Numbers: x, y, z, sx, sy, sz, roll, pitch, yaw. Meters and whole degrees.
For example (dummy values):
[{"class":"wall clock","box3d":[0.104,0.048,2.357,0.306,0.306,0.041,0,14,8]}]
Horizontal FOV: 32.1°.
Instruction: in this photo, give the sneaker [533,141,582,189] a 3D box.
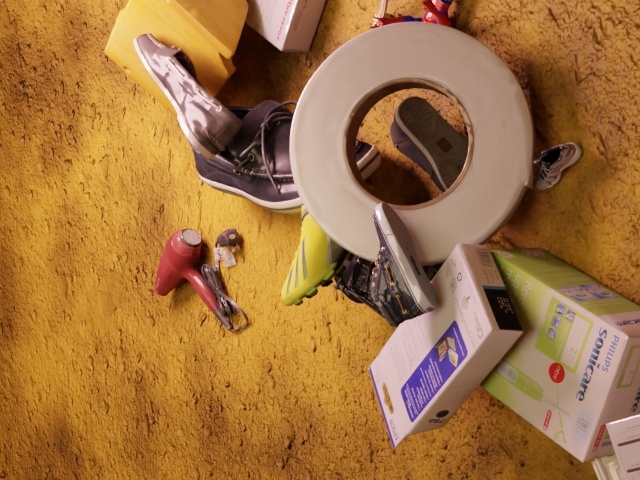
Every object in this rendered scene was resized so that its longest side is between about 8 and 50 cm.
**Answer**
[{"class":"sneaker","box3d":[0.343,-0.114,1.687,0.098,0.069,0.038,-54,55,36]}]

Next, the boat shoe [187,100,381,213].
[{"class":"boat shoe","box3d":[-0.089,-0.167,2.070,0.500,0.187,0.156,14,139,51]}]

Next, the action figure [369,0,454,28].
[{"class":"action figure","box3d":[0.177,-0.415,1.802,0.091,0.139,0.280,35,121,42]}]

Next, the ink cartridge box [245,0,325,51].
[{"class":"ink cartridge box","box3d":[-0.077,-0.453,2.125,0.175,0.072,0.127,43,124,38]}]

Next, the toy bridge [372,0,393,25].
[{"class":"toy bridge","box3d":[0.139,-0.437,1.892,0.188,0.063,0.026,-54,56,36]}]

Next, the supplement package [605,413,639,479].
[{"class":"supplement package","box3d":[0.526,0.251,1.371,0.204,0.262,0.145,-30,70,46]}]

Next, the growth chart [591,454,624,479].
[{"class":"growth chart","box3d":[0.496,0.345,1.596,0.237,0.021,0.172,-24,75,47]}]

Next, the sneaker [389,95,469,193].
[{"class":"sneaker","box3d":[0.201,-0.135,1.855,0.222,0.083,0.118,55,169,6]}]

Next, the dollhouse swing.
[{"class":"dollhouse swing","box3d":[-0.247,-0.490,2.268,0.315,0.305,0.347,42,151,-6]}]

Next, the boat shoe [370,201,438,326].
[{"class":"boat shoe","box3d":[0.104,0.038,1.696,0.083,0.065,0.183,-29,76,24]}]

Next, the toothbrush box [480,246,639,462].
[{"class":"toothbrush box","box3d":[0.355,0.160,1.651,0.283,0.122,0.206,36,120,44]}]

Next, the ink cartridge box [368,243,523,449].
[{"class":"ink cartridge box","box3d":[0.186,0.171,1.726,0.333,0.065,0.165,-58,38,42]}]

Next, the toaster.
[{"class":"toaster","box3d":[0.145,0.050,1.874,0.185,0.110,0.168,35,120,20]}]

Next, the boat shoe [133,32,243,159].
[{"class":"boat shoe","box3d":[-0.244,-0.290,2.086,0.095,0.112,0.335,-38,57,8]}]

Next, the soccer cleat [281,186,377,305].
[{"class":"soccer cleat","box3d":[0.001,-0.001,1.924,0.121,0.093,0.289,43,127,9]}]

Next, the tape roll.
[{"class":"tape roll","box3d":[0.145,-0.149,1.758,0.392,0.072,0.392,-1,88,15]}]

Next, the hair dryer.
[{"class":"hair dryer","box3d":[-0.274,0.085,2.396,0.293,0.080,0.224,-1,93,49]}]

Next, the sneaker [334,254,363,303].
[{"class":"sneaker","box3d":[0.063,-0.001,2.009,0.098,0.083,0.224,-30,71,41]}]
